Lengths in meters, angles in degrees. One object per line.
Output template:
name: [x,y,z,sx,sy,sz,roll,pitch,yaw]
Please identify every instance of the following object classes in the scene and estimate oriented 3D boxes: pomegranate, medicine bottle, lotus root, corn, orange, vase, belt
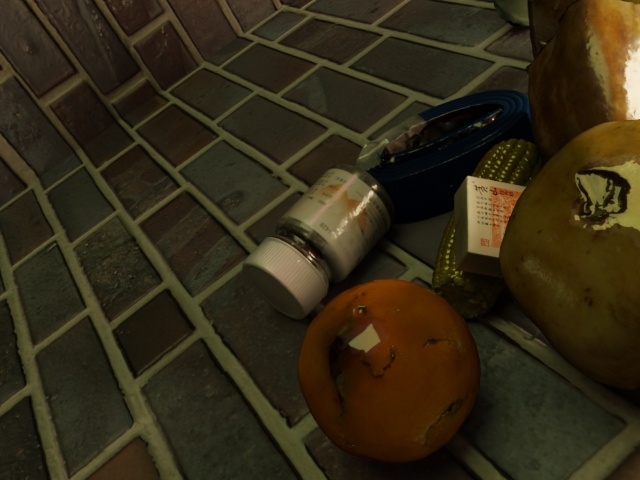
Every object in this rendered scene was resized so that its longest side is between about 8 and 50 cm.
pomegranate: [0.395,0.019,0.925,0.333,0.332,0.332,-21,34,16]
medicine bottle: [0.000,0.000,1.393,0.165,0.165,0.273,14,54,48]
lotus root: [0.483,-0.187,1.204,0.316,0.316,0.249,-10,57,30]
corn: [0.276,-0.026,1.239,0.131,0.131,0.344,-1,44,38]
orange: [0.091,0.175,1.015,0.246,0.246,0.246,-21,34,16]
vase: [0.515,-0.651,1.856,0.165,0.165,0.360,-13,33,27]
belt: [0.244,-0.168,1.459,0.347,0.117,0.212,-23,36,13]

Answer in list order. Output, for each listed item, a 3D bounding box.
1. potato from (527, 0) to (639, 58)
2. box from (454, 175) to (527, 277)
potato: [0.589,-0.470,1.300,0.385,0.441,0.320,-36,45,-29]
box: [0.303,-0.010,1.128,0.201,0.058,0.140,11,59,-6]
